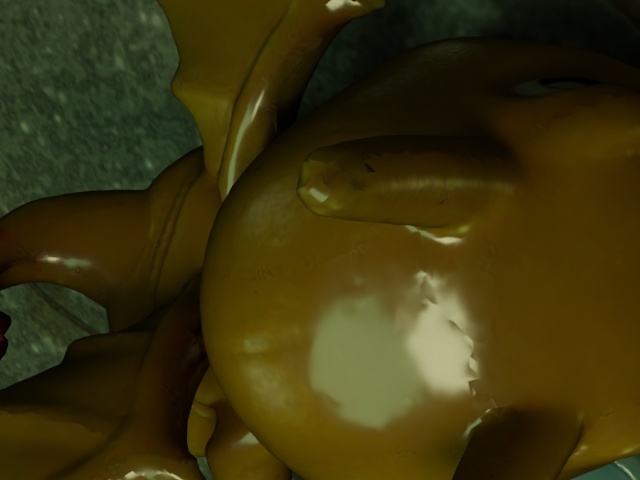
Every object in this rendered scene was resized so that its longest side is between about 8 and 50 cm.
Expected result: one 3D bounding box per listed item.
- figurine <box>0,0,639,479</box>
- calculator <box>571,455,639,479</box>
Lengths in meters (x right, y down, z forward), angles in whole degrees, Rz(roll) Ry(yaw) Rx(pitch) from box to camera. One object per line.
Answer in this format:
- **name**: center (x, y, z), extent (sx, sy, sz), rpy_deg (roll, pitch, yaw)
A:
- **figurine**: center (-0.010, 0.035, 0.647), extent (0.387, 0.401, 0.268), rpy_deg (-3, 136, 52)
- **calculator**: center (0.104, 0.185, 0.882), extent (0.188, 0.042, 0.303), rpy_deg (49, 145, 5)
